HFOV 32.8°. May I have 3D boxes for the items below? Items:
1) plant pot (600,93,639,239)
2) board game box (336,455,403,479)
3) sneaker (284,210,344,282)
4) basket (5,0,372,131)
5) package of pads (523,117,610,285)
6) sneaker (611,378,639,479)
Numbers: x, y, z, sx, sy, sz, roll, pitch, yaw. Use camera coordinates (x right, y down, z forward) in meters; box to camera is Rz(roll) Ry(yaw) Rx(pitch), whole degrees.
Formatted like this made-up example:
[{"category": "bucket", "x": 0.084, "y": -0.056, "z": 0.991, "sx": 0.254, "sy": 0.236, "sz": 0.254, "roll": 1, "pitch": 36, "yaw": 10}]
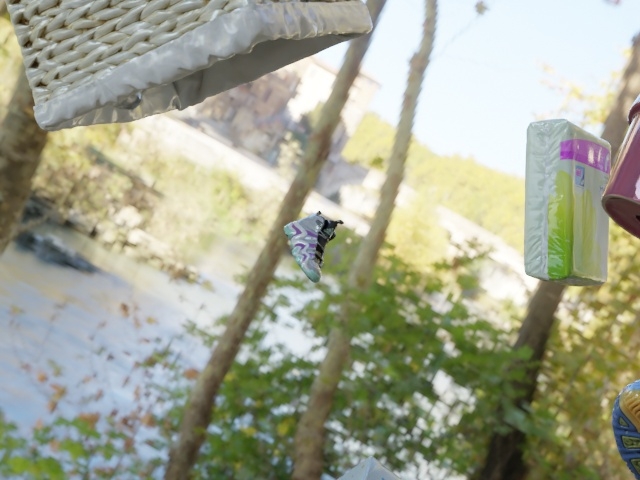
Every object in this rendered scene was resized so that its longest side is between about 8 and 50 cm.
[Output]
[{"category": "plant pot", "x": 0.480, "y": -0.093, "z": 1.460, "sx": 0.201, "sy": 0.180, "sz": 0.201, "roll": 34, "pitch": -10, "yaw": 7}, {"category": "board game box", "x": 0.062, "y": 0.458, "z": 1.535, "sx": 0.224, "sy": 0.303, "sz": 0.097, "roll": 36, "pitch": 40, "yaw": -10}, {"category": "sneaker", "x": 0.000, "y": 0.000, "z": 1.270, "sx": 0.038, "sy": 0.069, "sz": 0.098, "roll": 52, "pitch": 10, "yaw": -47}, {"category": "basket", "x": -0.164, "y": -0.313, "z": 1.312, "sx": 0.331, "sy": 0.267, "sz": 0.328, "roll": -16, "pitch": 4, "yaw": 27}, {"category": "package of pads", "x": 0.470, "y": -0.064, "z": 2.061, "sx": 0.101, "sy": 0.297, "sz": 0.229, "roll": -1, "pitch": -6, "yaw": 33}, {"category": "sneaker", "x": 0.403, "y": 0.210, "z": 1.010, "sx": 0.296, "sy": 0.131, "sz": 0.112, "roll": 38, "pitch": -34, "yaw": -3}]
